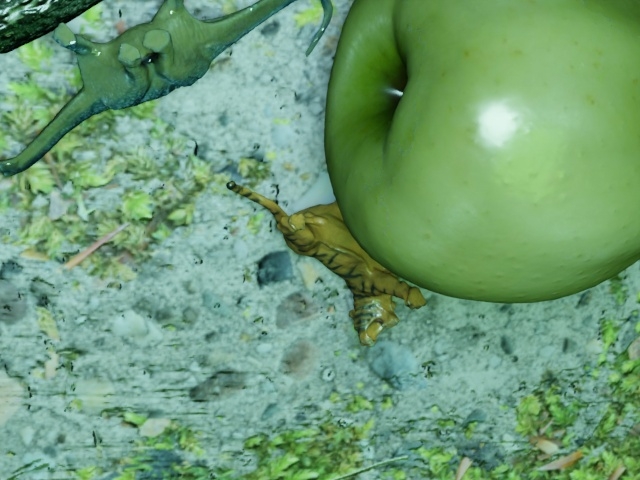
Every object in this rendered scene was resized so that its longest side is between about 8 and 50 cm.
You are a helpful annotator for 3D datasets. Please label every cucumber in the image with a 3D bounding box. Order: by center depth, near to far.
[{"bbox_3d":[-0.200,-0.251,1.364,0.241,0.074,0.074,-31,121,-5],"label":"cucumber"}]

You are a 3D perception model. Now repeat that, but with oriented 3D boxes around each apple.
[{"bbox_3d":[0.177,-0.110,1.415,0.357,0.357,0.357,-8,117,-16],"label":"apple"}]

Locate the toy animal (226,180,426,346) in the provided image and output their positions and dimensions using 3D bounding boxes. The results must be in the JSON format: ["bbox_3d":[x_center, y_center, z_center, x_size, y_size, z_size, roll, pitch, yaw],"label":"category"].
[{"bbox_3d":[0.003,-0.006,1.558,0.255,0.114,0.116,35,143,-26],"label":"toy animal"}]

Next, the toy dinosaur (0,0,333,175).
[{"bbox_3d":[-0.154,-0.171,1.416,0.363,0.076,0.147,-29,159,-8],"label":"toy dinosaur"}]
